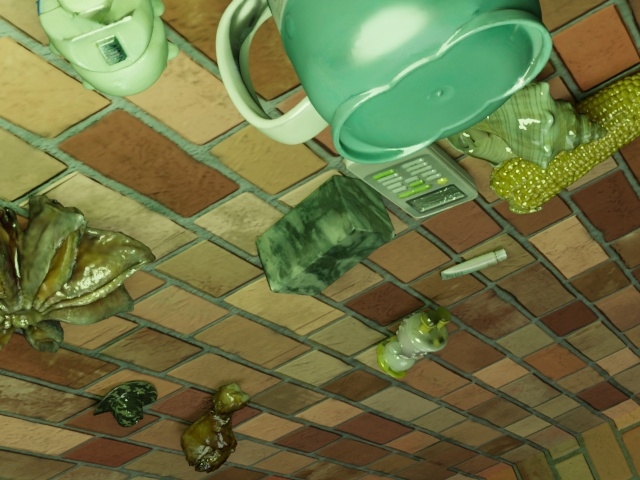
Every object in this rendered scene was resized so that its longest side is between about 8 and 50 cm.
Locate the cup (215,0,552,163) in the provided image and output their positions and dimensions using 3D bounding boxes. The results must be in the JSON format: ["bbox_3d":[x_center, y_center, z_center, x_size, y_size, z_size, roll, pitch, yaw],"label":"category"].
[{"bbox_3d":[0.037,-0.206,1.057,0.289,0.258,0.219,-30,148,20],"label":"cup"}]

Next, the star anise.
[{"bbox_3d":[-0.359,0.045,1.424,0.331,0.118,0.332,-10,148,-7],"label":"star anise"}]

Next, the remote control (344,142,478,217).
[{"bbox_3d":[0.123,-0.088,1.601,0.103,0.034,0.250,-19,158,20],"label":"remote control"}]

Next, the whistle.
[{"bbox_3d":[-0.195,-0.199,1.079,0.110,0.092,0.244,-20,157,2],"label":"whistle"}]

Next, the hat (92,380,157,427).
[{"bbox_3d":[-0.315,0.276,1.994,0.121,0.050,0.121,-19,157,-8],"label":"hat"}]

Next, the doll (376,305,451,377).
[{"bbox_3d":[0.160,0.181,2.133,0.129,0.081,0.207,-18,161,-37],"label":"doll"}]

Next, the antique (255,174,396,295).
[{"bbox_3d":[0.000,0.000,1.636,0.088,0.086,0.183,9,142,-46],"label":"antique"}]

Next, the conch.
[{"bbox_3d":[0.235,-0.150,1.508,0.233,0.114,0.137,9,152,21],"label":"conch"}]

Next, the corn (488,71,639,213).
[{"bbox_3d":[0.341,-0.131,1.631,0.260,0.091,0.091,-35,149,22],"label":"corn"}]

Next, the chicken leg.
[{"bbox_3d":[-0.186,0.331,2.185,0.107,0.087,0.251,-29,157,-38],"label":"chicken leg"}]

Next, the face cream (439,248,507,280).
[{"bbox_3d":[0.249,0.041,1.987,0.115,0.020,0.038,-21,156,3],"label":"face cream"}]
